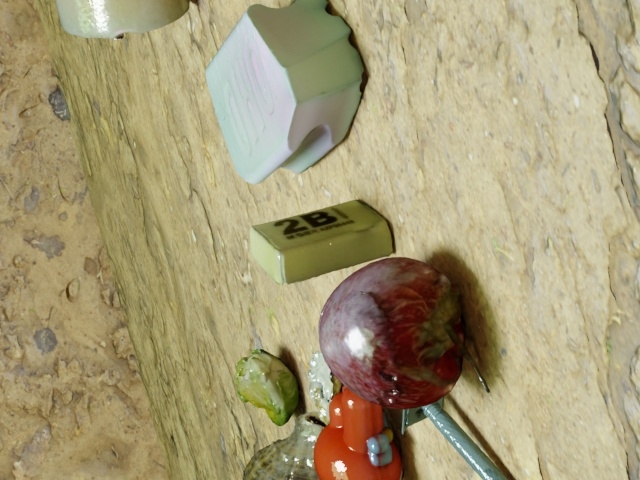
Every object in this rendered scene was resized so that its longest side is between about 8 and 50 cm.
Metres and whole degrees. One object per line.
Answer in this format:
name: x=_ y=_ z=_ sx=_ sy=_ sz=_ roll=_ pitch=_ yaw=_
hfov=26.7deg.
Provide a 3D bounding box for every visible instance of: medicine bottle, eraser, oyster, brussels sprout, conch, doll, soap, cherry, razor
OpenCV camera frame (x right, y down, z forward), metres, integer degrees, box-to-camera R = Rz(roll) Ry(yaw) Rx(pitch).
medicine bottle: x=-0.365 y=-0.571 z=2.287 sx=0.236 sy=0.236 sz=0.406 roll=-136 pitch=34 yaw=-55
eraser: x=0.000 y=0.000 z=1.863 sx=0.117 sy=0.172 sz=0.058 roll=-140 pitch=40 yaw=-59
oyster: x=0.012 y=0.251 z=2.236 sx=0.121 sy=0.045 sz=0.146 roll=94 pitch=159 yaw=-52
brussels sprout: x=-0.091 y=0.266 z=2.465 sx=0.139 sy=0.100 sz=0.181 roll=50 pitch=150 yaw=28
conch: x=-0.052 y=0.436 z=2.399 sx=0.291 sy=0.159 sz=0.210 roll=95 pitch=153 yaw=-43
doll: x=0.058 y=0.336 z=2.061 sx=0.161 sy=0.130 sz=0.290 roll=-137 pitch=41 yaw=-60
soap: x=-0.052 y=-0.215 z=1.914 sx=0.208 sy=0.115 sz=0.347 roll=71 pitch=161 yaw=4
cherry: x=0.085 y=0.121 z=1.724 sx=0.250 sy=0.175 sz=0.192 roll=-7 pitch=109 yaw=63
razor: x=0.191 y=0.270 z=1.758 sx=0.232 sy=0.068 sz=0.106 roll=47 pitch=150 yaw=39
